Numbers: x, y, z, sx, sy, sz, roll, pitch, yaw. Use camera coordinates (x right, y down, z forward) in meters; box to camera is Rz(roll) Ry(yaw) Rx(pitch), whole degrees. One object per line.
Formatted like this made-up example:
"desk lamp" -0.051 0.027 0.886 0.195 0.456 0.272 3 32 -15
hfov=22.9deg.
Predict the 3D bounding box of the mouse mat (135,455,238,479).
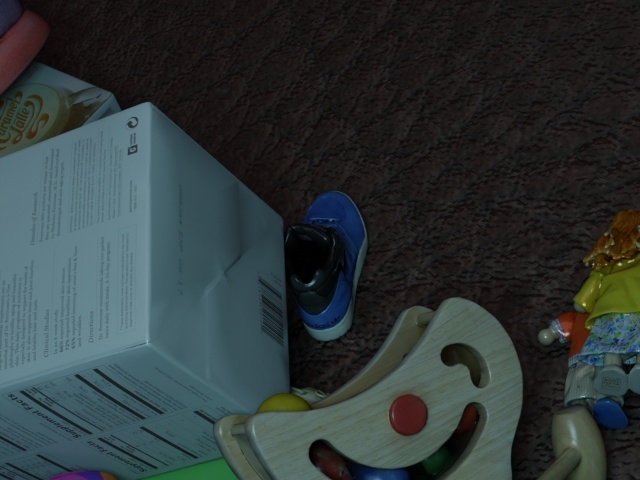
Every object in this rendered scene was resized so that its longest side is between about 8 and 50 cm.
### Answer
"mouse mat" -0.075 0.201 1.187 0.153 0.007 0.189 -33 51 14

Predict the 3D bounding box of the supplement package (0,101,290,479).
"supplement package" -0.184 0.060 1.201 0.263 0.198 0.199 -18 56 23

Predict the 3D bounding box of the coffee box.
"coffee box" -0.299 -0.041 1.449 0.141 0.098 0.246 24 63 34

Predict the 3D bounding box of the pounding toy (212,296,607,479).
"pounding toy" 0.077 0.119 1.091 0.269 0.155 0.154 -8 85 -24

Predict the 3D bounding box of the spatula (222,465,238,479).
"spatula" -0.102 0.161 1.251 0.296 0.030 0.084 22 78 35

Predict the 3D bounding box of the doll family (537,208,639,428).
"doll family" 0.284 0.041 1.159 0.263 0.118 0.163 -2 50 18

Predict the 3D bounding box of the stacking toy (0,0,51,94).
"stacking toy" -0.420 -0.148 1.467 0.309 0.130 0.279 -12 35 47

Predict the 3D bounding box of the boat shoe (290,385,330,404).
"boat shoe" -0.023 0.127 1.240 0.153 0.056 0.048 9 59 34

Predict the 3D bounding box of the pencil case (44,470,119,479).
"pencil case" -0.150 0.276 1.124 0.104 0.104 0.236 -27 46 -4

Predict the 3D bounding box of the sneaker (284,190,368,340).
"sneaker" 0.001 0.000 1.317 0.058 0.084 0.152 -5 50 16
